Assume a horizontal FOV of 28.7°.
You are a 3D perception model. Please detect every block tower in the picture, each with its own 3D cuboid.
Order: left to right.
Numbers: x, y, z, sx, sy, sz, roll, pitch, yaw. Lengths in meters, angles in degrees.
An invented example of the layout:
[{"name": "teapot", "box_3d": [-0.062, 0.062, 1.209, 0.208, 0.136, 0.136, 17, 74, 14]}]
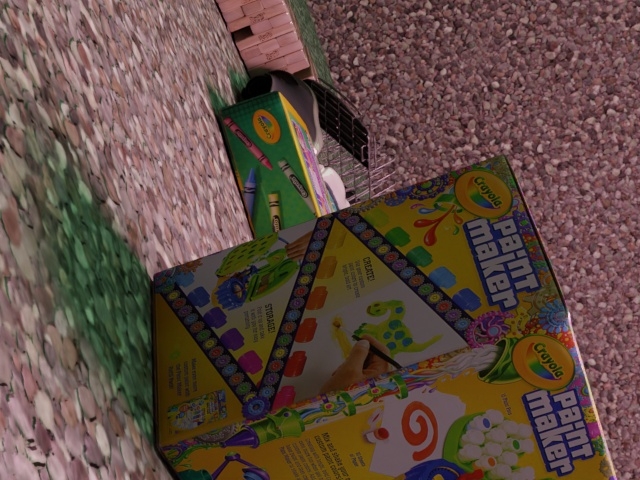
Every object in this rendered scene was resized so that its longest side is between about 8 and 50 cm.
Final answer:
[{"name": "block tower", "box_3d": [-0.092, -0.336, 1.796, 0.091, 0.097, 0.335, -102, 170, -48]}]

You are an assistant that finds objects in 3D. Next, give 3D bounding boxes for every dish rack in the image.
[{"name": "dish rack", "box_3d": [0.043, -0.107, 1.834, 0.208, 0.074, 0.271, 43, -31, 42]}]

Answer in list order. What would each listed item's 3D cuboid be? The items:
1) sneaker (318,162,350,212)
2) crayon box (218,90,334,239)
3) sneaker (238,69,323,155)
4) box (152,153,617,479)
[{"name": "sneaker", "box_3d": [0.000, 0.000, 1.718, 0.275, 0.107, 0.110, 52, 39, -56]}, {"name": "crayon box", "box_3d": [-0.029, -0.021, 1.485, 0.165, 0.081, 0.278, 39, 32, -78]}, {"name": "sneaker", "box_3d": [-0.063, -0.202, 1.712, 0.118, 0.083, 0.222, 51, 9, -35]}, {"name": "box", "box_3d": [0.060, 0.136, 0.936, 0.177, 0.279, 0.290, -100, 170, -50]}]
